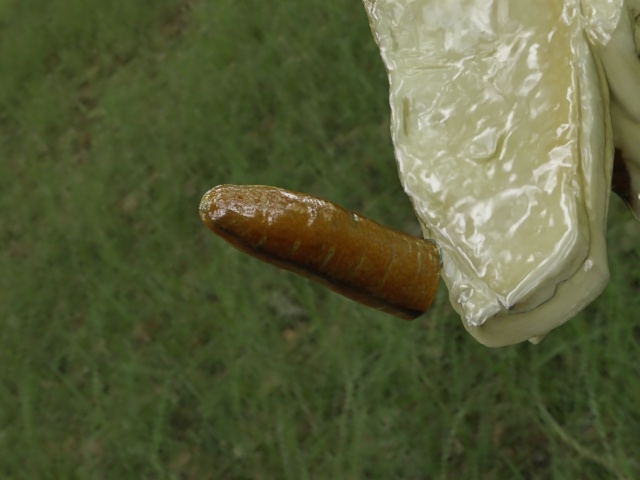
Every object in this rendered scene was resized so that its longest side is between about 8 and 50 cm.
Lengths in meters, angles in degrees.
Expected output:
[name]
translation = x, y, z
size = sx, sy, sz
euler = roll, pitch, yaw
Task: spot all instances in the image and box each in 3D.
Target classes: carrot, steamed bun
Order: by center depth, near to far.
[carrot]
translation = 0.000, 0.000, 0.756
size = 0.048, 0.139, 0.048
euler = -33, 46, 42
[steamed bun]
translation = 0.186, -0.127, 1.134
size = 0.247, 0.189, 0.428
euler = -34, 52, 26
